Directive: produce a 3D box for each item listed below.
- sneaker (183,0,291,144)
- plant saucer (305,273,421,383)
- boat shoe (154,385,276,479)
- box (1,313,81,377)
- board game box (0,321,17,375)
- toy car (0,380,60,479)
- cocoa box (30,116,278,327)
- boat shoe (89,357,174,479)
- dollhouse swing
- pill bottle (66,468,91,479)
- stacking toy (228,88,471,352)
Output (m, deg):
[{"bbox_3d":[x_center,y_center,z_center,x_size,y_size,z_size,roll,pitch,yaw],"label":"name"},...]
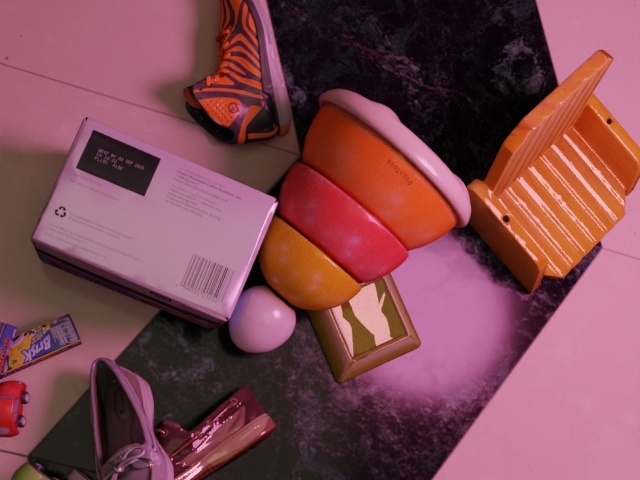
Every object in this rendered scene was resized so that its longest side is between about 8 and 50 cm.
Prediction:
[{"bbox_3d":[-0.180,-0.335,1.698,0.180,0.124,0.321,-15,83,-17],"label":"sneaker"},{"bbox_3d":[0.084,0.150,1.710,0.188,0.045,0.188,-22,86,-17],"label":"plant saucer"},{"bbox_3d":[-0.247,0.367,1.556,0.342,0.123,0.123,-29,77,-19],"label":"boat shoe"},{"bbox_3d":[-0.502,0.187,1.550,0.169,0.059,0.054,-23,83,-17],"label":"box"},{"bbox_3d":[-0.619,0.184,1.492,0.201,0.035,0.136,12,75,15],"label":"board game box"},{"bbox_3d":[-0.514,0.368,1.474,0.225,0.053,0.239,29,73,18],"label":"toy car"},{"bbox_3d":[-0.288,-0.017,1.555,0.347,0.228,0.231,23,75,-9],"label":"cocoa box"},{"bbox_3d":[-0.320,0.328,1.457,0.118,0.103,0.320,-29,43,8],"label":"boat shoe"},{"bbox_3d":[0.494,-0.132,1.734,0.347,0.305,0.315,-41,91,-18],"label":"dollhouse swing"},{"bbox_3d":[-0.438,0.461,1.499,0.086,0.086,0.152,41,73,-4],"label":"pill bottle"},{"bbox_3d":[0.000,0.000,1.613,0.350,0.350,0.480,42,87,-3],"label":"stacking toy"}]
